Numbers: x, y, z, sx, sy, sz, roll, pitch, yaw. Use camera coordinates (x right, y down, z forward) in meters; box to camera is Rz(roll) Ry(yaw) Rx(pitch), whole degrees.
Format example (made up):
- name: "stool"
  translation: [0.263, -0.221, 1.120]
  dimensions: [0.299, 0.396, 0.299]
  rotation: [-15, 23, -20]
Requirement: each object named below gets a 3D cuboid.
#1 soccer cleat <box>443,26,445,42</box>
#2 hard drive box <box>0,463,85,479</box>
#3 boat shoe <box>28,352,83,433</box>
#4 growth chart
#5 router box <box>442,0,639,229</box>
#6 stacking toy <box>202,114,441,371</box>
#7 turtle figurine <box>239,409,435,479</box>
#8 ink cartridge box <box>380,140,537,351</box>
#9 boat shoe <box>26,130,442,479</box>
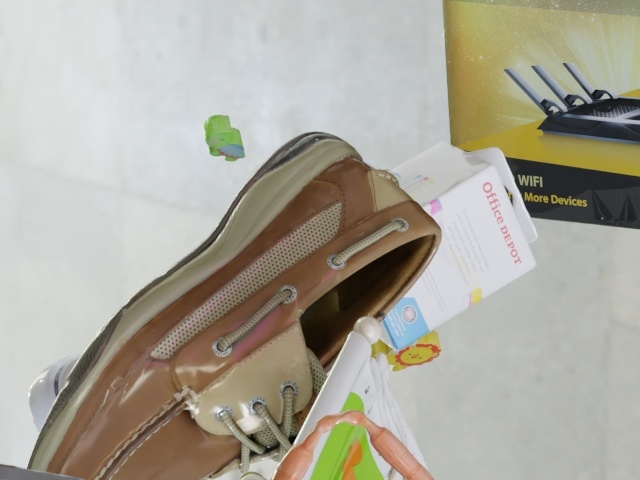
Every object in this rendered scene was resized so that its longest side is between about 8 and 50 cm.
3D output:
- name: "soccer cleat"
  translation: [0.271, -0.196, 1.692]
  dimensions: [0.331, 0.143, 0.116]
  rotation: [-9, 58, 26]
- name: "hard drive box"
  translation: [-0.222, 0.204, 0.837]
  dimensions: [0.089, 0.181, 0.232]
  rotation: [-94, 20, -50]
- name: "boat shoe"
  translation: [-0.111, 0.109, 1.244]
  dimensions: [0.076, 0.226, 0.083]
  rotation: [-26, 74, 22]
- name: "growth chart"
  translation: [0.034, 0.162, 1.018]
  dimensions: [0.237, 0.021, 0.172]
  rotation: [63, -143, -43]
- name: "router box"
  translation: [0.246, -0.134, 1.376]
  dimensions: [0.309, 0.081, 0.242]
  rotation: [6, 110, 33]
- name: "stacking toy"
  translation: [0.000, 0.000, 1.406]
  dimensions: [0.052, 0.221, 0.167]
  rotation: [-33, 54, 31]
- name: "turtle figurine"
  translation: [-0.013, 0.210, 0.616]
  dimensions: [0.087, 0.217, 0.269]
  rotation: [112, 138, -82]
- name: "ink cartridge box"
  translation: [0.081, -0.003, 1.321]
  dimensions: [0.090, 0.143, 0.092]
  rotation: [34, 151, 63]
- name: "boat shoe"
  translation: [-0.046, 0.073, 1.069]
  dimensions: [0.120, 0.324, 0.122]
  rotation: [30, 158, 23]
